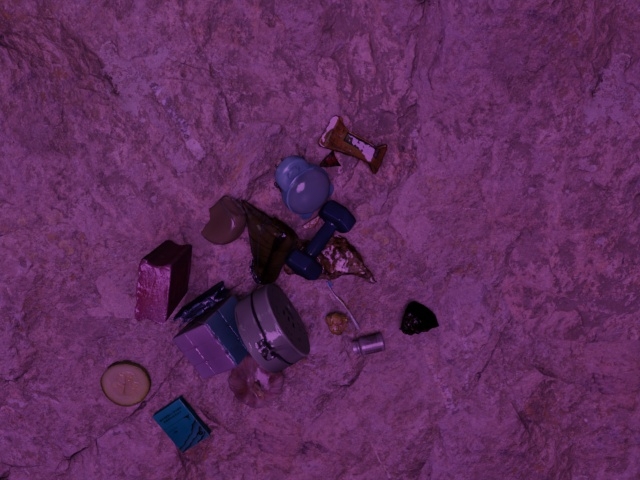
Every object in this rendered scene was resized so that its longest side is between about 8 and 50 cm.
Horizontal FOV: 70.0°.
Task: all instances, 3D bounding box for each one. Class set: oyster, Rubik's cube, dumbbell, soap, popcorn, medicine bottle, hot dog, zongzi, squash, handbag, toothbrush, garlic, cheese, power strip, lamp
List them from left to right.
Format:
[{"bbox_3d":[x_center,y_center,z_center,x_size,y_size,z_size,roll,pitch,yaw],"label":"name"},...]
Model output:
[{"bbox_3d":[-0.873,0.646,2.057,0.219,0.041,0.220,0,102,0],"label":"squash"},{"bbox_3d":[-0.612,0.150,1.800,0.127,0.359,0.233,9,101,-5],"label":"soap"},{"bbox_3d":[-0.493,0.267,1.915,0.229,0.179,0.062,-34,99,4],"label":"handbag"},{"bbox_3d":[-0.418,0.399,1.886,0.221,0.231,0.225,-28,101,30],"label":"Rubik's cube"},{"bbox_3d":[-0.403,-0.068,1.872,0.202,0.091,0.175,-40,77,19],"label":"cheese"},{"bbox_3d":[-0.264,0.004,1.909,0.300,0.138,0.286,36,116,17],"label":"zongzi"},{"bbox_3d":[-0.268,0.616,1.953,0.244,0.253,0.245,-1,98,-9],"label":"garlic"},{"bbox_3d":[-0.189,0.357,1.842,0.161,0.357,0.358,-30,100,8],"label":"power strip"},{"bbox_3d":[-0.069,-0.216,1.799,0.209,0.147,0.284,-47,123,-5],"label":"lamp"},{"bbox_3d":[-0.033,-0.071,1.924,0.090,0.030,0.034,-33,101,6],"label":"hot dog"},{"bbox_3d":[0.000,0.000,1.828,0.159,0.144,0.325,31,78,21],"label":"dumbbell"},{"bbox_3d":[0.041,-0.336,1.871,0.083,0.067,0.074,-7,90,-18],"label":"zongzi"},{"bbox_3d":[0.044,0.076,1.919,0.395,0.111,0.205,3,98,3],"label":"oyster"},{"bbox_3d":[0.068,0.360,1.981,0.089,0.109,0.097,0,64,30],"label":"popcorn"},{"bbox_3d":[0.099,0.285,2.001,0.026,0.022,0.263,-29,100,17],"label":"toothbrush"},{"bbox_3d":[0.210,0.458,2.006,0.139,0.079,0.079,-13,101,2],"label":"medicine bottle"}]

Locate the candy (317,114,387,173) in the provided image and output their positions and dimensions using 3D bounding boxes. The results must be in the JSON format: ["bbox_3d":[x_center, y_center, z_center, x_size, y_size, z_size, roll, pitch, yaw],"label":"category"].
[{"bbox_3d":[0.133,-0.387,1.833,0.271,0.101,0.143,27,102,0],"label":"candy"}]

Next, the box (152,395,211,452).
[{"bbox_3d":[-0.635,0.844,2.096,0.160,0.042,0.226,-35,99,7],"label":"box"}]

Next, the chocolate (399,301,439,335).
[{"bbox_3d":[0.407,0.357,1.974,0.156,0.156,0.133,29,119,-6],"label":"chocolate"}]

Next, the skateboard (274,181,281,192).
[{"bbox_3d":[-0.119,-0.258,1.876,0.080,0.067,0.151,37,95,-16],"label":"skateboard"}]
